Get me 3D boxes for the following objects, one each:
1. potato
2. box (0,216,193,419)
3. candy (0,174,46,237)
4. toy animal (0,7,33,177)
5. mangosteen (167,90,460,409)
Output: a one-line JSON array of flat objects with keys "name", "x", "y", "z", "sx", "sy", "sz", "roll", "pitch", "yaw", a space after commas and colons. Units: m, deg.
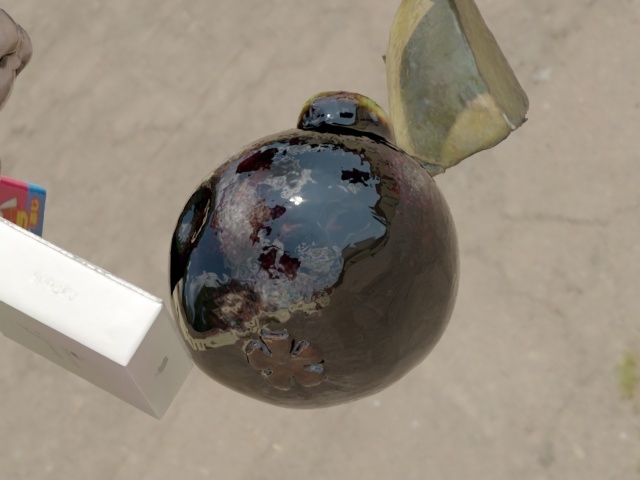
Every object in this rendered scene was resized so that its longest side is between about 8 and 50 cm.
[{"name": "potato", "x": 0.137, "y": -0.220, "z": 2.054, "sx": 0.211, "sy": 0.264, "sz": 0.189, "roll": -25, "pitch": 0, "yaw": 26}, {"name": "box", "x": -0.157, "y": 0.051, "z": 0.997, "sx": 0.130, "sy": 0.129, "sz": 0.051, "roll": 26, "pitch": 73, "yaw": 13}, {"name": "candy", "x": -0.418, "y": -0.006, "z": 1.623, "sx": 0.100, "sy": 0.306, "sz": 0.157, "roll": 3, "pitch": 85, "yaw": 23}, {"name": "toy animal", "x": -0.251, "y": -0.126, "z": 1.090, "sx": 0.124, "sy": 0.124, "sz": 0.212, "roll": -24, "pitch": 82, "yaw": 38}, {"name": "mangosteen", "x": 0.000, "y": 0.000, "z": 1.388, "sx": 0.275, "sy": 0.275, "sz": 0.302, "roll": -27, "pitch": 35, "yaw": 34}]
